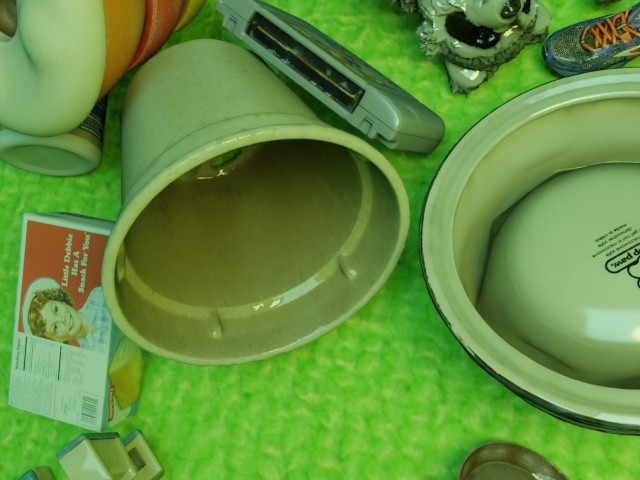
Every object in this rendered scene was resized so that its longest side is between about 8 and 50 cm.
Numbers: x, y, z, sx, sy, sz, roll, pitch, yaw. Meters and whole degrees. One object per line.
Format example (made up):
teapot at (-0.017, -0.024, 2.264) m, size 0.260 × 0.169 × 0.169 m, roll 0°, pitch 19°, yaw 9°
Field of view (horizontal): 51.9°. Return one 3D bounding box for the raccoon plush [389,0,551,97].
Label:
raccoon plush at (0.162, -0.416, 0.919) m, size 0.216 × 0.299 × 0.447 m, roll -29°, pitch 38°, yaw 22°

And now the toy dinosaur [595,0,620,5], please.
toy dinosaur at (0.425, -0.423, 0.877) m, size 0.268 × 0.064 × 0.118 m, roll -44°, pitch 76°, yaw -2°

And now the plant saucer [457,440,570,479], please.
plant saucer at (0.219, 0.300, 0.714) m, size 0.168 × 0.168 × 0.029 m, roll 43°, pitch 132°, yaw 20°

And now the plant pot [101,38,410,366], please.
plant pot at (-0.109, -0.075, 0.789) m, size 0.333 × 0.334 × 0.306 m, roll -32°, pitch 48°, yaw 5°

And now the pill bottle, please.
pill bottle at (-0.401, -0.244, 0.997) m, size 0.153 × 0.153 × 0.265 m, roll -4°, pitch 75°, yaw 14°

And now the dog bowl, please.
dog bowl at (0.317, 0.016, 0.695) m, size 0.407 × 0.150 × 0.408 m, roll -10°, pitch 56°, yaw 14°

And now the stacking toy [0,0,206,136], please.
stacking toy at (-0.259, -0.367, 0.885) m, size 0.350 × 0.480 × 0.351 m, roll 19°, pitch 125°, yaw 29°

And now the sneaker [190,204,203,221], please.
sneaker at (-0.245, -0.005, 0.948) m, size 0.192 × 0.064 × 0.086 m, roll -7°, pitch 60°, yaw 17°

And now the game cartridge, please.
game cartridge at (0.022, -0.217, 0.854) m, size 0.297 × 0.198 × 0.062 m, roll 40°, pitch 115°, yaw 19°

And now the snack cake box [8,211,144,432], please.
snack cake box at (-0.320, 0.103, 0.882) m, size 0.152 × 0.089 × 0.265 m, roll 11°, pitch 97°, yaw 18°

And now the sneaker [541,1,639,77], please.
sneaker at (0.393, -0.267, 0.828) m, size 0.221 × 0.087 × 0.083 m, roll -12°, pitch 73°, yaw 11°

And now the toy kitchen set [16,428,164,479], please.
toy kitchen set at (-0.329, 0.308, 0.829) m, size 0.207 × 0.166 × 0.122 m, roll -41°, pitch 70°, yaw 2°
